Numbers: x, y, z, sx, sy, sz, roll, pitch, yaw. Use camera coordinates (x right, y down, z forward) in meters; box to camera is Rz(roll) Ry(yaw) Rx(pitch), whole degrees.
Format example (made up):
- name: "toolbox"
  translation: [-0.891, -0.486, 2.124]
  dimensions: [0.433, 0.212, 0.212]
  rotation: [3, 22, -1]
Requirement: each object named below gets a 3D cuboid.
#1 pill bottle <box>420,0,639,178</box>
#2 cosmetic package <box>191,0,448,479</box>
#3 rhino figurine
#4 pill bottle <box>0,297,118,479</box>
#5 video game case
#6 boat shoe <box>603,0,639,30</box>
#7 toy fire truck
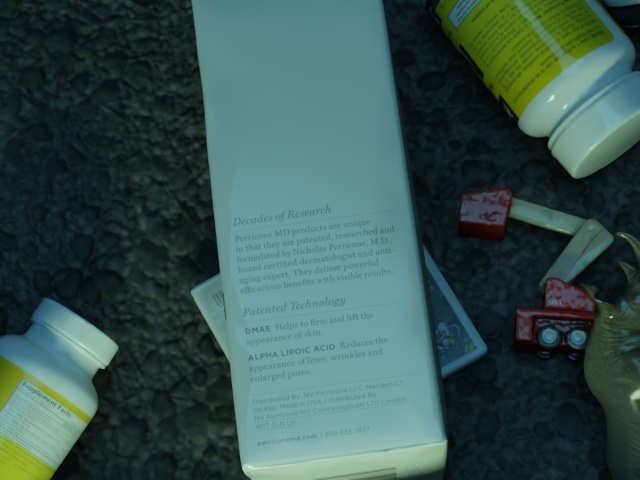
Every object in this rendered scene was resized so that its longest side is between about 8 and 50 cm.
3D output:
- name: "pill bottle"
  translation: [0.187, -0.162, 1.574]
  dimensions: [0.119, 0.119, 0.208]
  rotation: [-35, 75, -6]
- name: "cosmetic package"
  translation: [0.000, 0.000, 1.472]
  dimensions: [0.156, 0.217, 0.385]
  rotation: [-9, 72, 1]
- name: "rhino figurine"
  translation: [0.263, 0.108, 1.480]
  dimensions: [0.106, 0.073, 0.243]
  rotation: [-14, 103, 4]
- name: "pill bottle"
  translation: [-0.245, 0.142, 1.526]
  dimensions: [0.103, 0.103, 0.184]
  rotation: [31, 78, 11]
- name: "video game case"
  translation: [0.015, 0.068, 1.573]
  dimensions: [0.190, 0.022, 0.173]
  rotation: [-30, 74, -5]
- name: "boat shoe"
  translation: [0.391, -0.205, 1.582]
  dimensions: [0.302, 0.114, 0.091]
  rotation: [-9, 113, 14]
- name: "toy fire truck"
  translation: [0.207, 0.030, 1.557]
  dimensions: [0.192, 0.047, 0.135]
  rotation: [3, 74, 4]
